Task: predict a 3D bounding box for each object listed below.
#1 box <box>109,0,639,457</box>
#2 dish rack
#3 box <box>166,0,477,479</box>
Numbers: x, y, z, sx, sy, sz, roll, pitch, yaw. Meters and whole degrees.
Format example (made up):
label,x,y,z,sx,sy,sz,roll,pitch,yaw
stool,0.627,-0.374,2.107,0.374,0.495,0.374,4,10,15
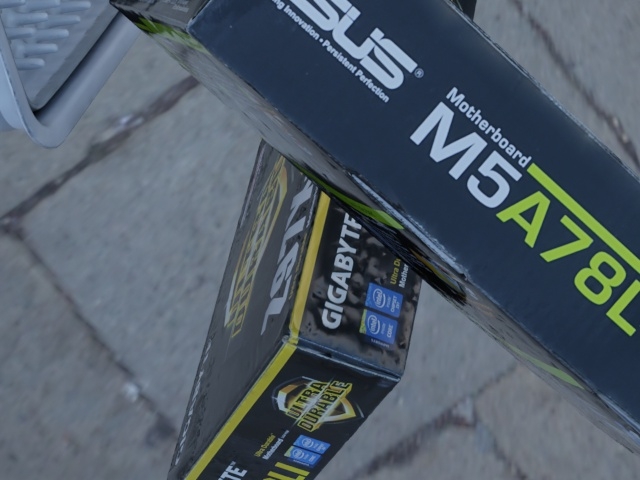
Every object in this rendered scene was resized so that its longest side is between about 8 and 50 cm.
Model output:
label,x,y,z,sx,sy,sz,roll,pitch,yaw
box,0.037,-0.009,0.455,0.184,0.191,0.045,43,89,-13
dish rack,-0.212,-0.249,1.389,0.072,0.333,0.285,-3,120,17
box,0.000,0.000,1.226,0.079,0.322,0.257,22,145,-12
